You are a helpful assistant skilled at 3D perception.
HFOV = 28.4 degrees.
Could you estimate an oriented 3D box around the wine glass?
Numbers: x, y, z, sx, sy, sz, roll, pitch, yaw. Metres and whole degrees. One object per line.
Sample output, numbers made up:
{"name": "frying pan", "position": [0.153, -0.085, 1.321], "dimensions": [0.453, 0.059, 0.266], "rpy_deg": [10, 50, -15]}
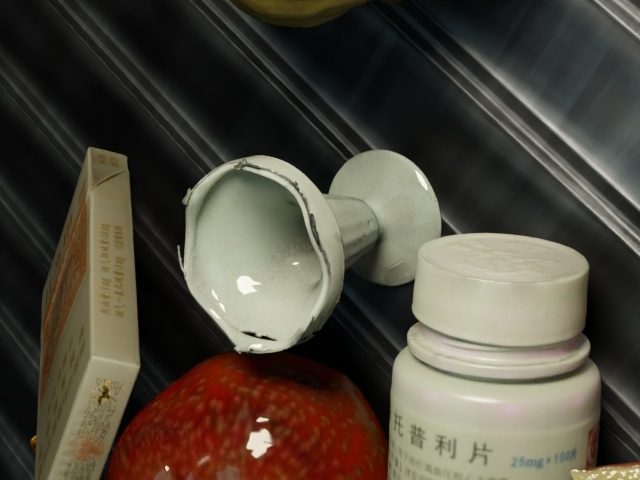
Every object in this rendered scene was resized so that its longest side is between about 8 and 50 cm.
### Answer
{"name": "wine glass", "position": [0.000, 0.000, 1.087], "dimensions": [0.165, 0.196, 0.165], "rpy_deg": [9, 104, 39]}

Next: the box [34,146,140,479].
{"name": "box", "position": [-0.234, 0.083, 1.256], "dimensions": [0.365, 0.051, 0.204], "rpy_deg": [-105, 33, -56]}

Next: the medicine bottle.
{"name": "medicine bottle", "position": [0.140, 0.152, 1.023], "dimensions": [0.170, 0.170, 0.293], "rpy_deg": [13, 108, 37]}

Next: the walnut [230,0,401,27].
{"name": "walnut", "position": [0.018, -0.313, 0.959], "dimensions": [0.253, 0.282, 0.277], "rpy_deg": [138, 118, -79]}

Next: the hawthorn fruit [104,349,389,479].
{"name": "hawthorn fruit", "position": [-0.062, 0.229, 1.159], "dimensions": [0.275, 0.300, 0.275], "rpy_deg": [3, 120, 6]}

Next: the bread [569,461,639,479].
{"name": "bread", "position": [0.290, 0.210, 0.957], "dimensions": [0.192, 0.067, 0.119], "rpy_deg": [-3, 126, 16]}

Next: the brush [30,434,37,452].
{"name": "brush", "position": [-0.208, 0.307, 1.334], "dimensions": [0.090, 0.017, 0.314], "rpy_deg": [-4, 131, 40]}
